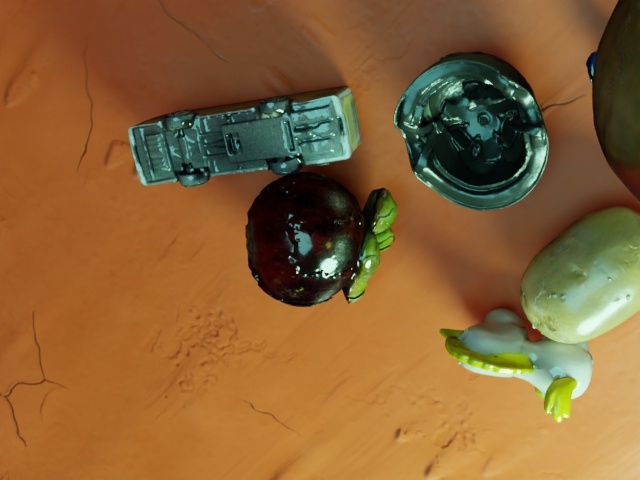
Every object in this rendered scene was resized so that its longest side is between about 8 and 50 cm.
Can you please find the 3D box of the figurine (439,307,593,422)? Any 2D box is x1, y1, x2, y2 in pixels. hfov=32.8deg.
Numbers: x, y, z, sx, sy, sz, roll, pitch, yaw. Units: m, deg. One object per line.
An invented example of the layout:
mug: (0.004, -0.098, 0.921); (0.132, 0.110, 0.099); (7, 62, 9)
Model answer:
figurine: (0.224, 0.129, 1.251); (0.178, 0.129, 0.109); (25, 119, 10)

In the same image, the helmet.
helmet: (0.169, -0.133, 1.193); (0.153, 0.107, 0.177); (-16, 122, 22)

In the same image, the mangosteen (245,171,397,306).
mangosteen: (0.000, 0.000, 1.280); (0.180, 0.166, 0.166); (4, 113, -8)

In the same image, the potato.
potato: (0.301, 0.038, 1.199); (0.178, 0.109, 0.118); (-37, 99, 12)

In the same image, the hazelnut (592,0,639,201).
hazelnut: (0.430, -0.156, 0.966); (0.365, 0.366, 0.366); (7, 111, 18)

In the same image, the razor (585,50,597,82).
razor: (0.404, -0.087, 1.149); (0.324, 0.056, 0.093); (40, 78, 3)

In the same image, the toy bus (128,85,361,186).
toy bus: (-0.088, -0.125, 1.289); (0.268, 0.106, 0.092); (-6, 107, 20)
